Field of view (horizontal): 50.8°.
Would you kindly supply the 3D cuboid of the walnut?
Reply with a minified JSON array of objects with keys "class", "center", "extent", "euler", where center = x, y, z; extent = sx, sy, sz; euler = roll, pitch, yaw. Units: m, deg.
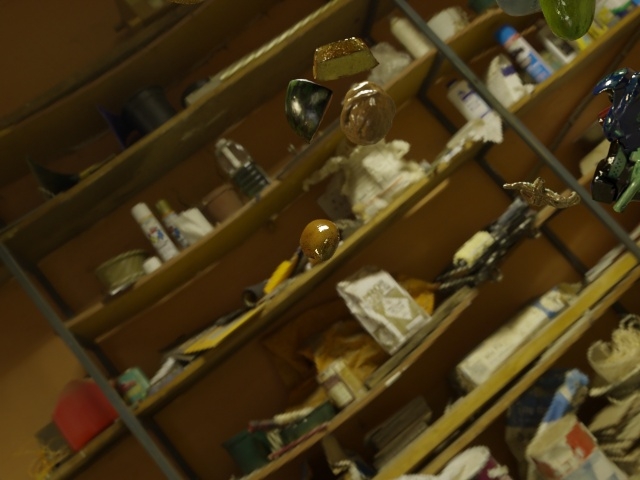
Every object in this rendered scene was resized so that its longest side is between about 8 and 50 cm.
[{"class":"walnut","center":[0.123,-0.324,1.738],"extent":[0.149,0.166,0.166],"euler":[-3,-25,-21]}]

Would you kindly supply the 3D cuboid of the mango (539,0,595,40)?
[{"class":"mango","center":[0.517,-0.571,1.421],"extent":[0.143,0.293,0.175],"euler":[-10,13,9]}]

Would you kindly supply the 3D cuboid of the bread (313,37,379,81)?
[{"class":"bread","center":[0.065,-0.502,1.871],"extent":[0.187,0.065,0.103],"euler":[-13,-29,6]}]

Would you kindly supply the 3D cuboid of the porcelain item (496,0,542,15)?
[{"class":"porcelain item","center":[0.565,-0.665,1.799],"extent":[0.259,0.141,0.141],"euler":[-6,-30,-38]}]

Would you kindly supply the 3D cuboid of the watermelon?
[{"class":"watermelon","center":[-0.049,-0.399,1.970],"extent":[0.193,0.145,0.137],"euler":[-61,1,38]}]

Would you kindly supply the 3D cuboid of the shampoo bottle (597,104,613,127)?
[{"class":"shampoo bottle","center":[0.846,-0.362,1.727],"extent":[0.102,0.064,0.260],"euler":[6,-21,-24]}]

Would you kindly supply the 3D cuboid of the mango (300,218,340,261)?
[{"class":"mango","center":[0.000,0.000,1.584],"extent":[0.102,0.085,0.184],"euler":[-58,9,4]}]

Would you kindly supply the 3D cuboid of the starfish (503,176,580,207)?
[{"class":"starfish","center":[0.608,-0.125,1.867],"extent":[0.053,0.210,0.150],"euler":[-60,-27,-19]}]

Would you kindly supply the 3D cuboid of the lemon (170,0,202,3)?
[{"class":"lemon","center":[-0.343,-0.696,1.648],"extent":[0.254,0.228,0.228],"euler":[-18,-22,-43]}]

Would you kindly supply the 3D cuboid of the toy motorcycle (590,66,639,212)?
[{"class":"toy motorcycle","center":[0.633,-0.219,1.356],"extent":[0.125,0.196,0.331],"euler":[-44,-33,-40]}]
